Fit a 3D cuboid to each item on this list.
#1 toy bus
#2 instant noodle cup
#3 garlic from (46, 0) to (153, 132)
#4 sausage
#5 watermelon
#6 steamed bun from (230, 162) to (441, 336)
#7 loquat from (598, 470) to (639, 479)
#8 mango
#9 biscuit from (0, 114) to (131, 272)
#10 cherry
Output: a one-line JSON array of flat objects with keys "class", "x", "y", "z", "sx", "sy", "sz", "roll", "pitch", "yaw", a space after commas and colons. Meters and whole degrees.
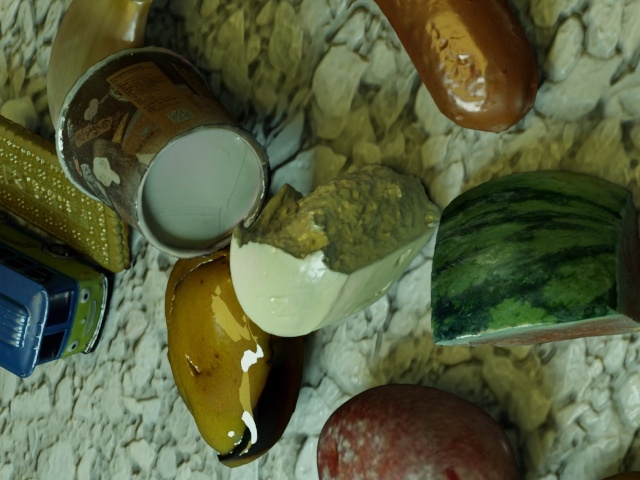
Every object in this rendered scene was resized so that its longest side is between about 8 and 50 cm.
[{"class": "toy bus", "x": -0.448, "y": 0.060, "z": 1.725, "sx": 0.287, "sy": 0.175, "sz": 0.138, "roll": 24, "pitch": 109, "yaw": 22}, {"class": "instant noodle cup", "x": -0.181, "y": -0.098, "z": 1.492, "sx": 0.207, "sy": 0.217, "sz": 0.217, "roll": 41, "pitch": 119, "yaw": 48}, {"class": "garlic", "x": -0.276, "y": -0.221, "z": 1.601, "sx": 0.143, "sy": 0.112, "sz": 0.318, "roll": 43, "pitch": 138, "yaw": 27}, {"class": "sausage", "x": 0.149, "y": -0.240, "z": 1.378, "sx": 0.133, "sy": 0.133, "sz": 0.258, "roll": -31, "pitch": 83, "yaw": 29}, {"class": "watermelon", "x": 0.237, "y": 0.057, "z": 1.358, "sx": 0.213, "sy": 0.262, "sz": 0.201, "roll": -10, "pitch": 122, "yaw": 26}, {"class": "steamed bun", "x": 0.000, "y": 0.000, "z": 1.443, "sx": 0.170, "sy": 0.225, "sz": 0.200, "roll": 48, "pitch": 121, "yaw": 12}, {"class": "loquat", "x": 0.326, "y": 0.390, "z": 1.310, "sx": 0.276, "sy": 0.284, "sz": 0.276, "roll": 20, "pitch": 119, "yaw": 42}, {"class": "mango", "x": -0.110, "y": 0.132, "z": 1.569, "sx": 0.201, "sy": 0.152, "sz": 0.287, "roll": 10, "pitch": 105, "yaw": 26}, {"class": "biscuit", "x": -0.363, "y": -0.063, "z": 1.697, "sx": 0.254, "sy": 0.029, "sz": 0.172, "roll": 27, "pitch": 138, "yaw": 23}, {"class": "cherry", "x": 0.119, "y": 0.289, "z": 1.444, "sx": 0.285, "sy": 0.213, "sz": 0.236, "roll": 30, "pitch": 93, "yaw": 45}]
